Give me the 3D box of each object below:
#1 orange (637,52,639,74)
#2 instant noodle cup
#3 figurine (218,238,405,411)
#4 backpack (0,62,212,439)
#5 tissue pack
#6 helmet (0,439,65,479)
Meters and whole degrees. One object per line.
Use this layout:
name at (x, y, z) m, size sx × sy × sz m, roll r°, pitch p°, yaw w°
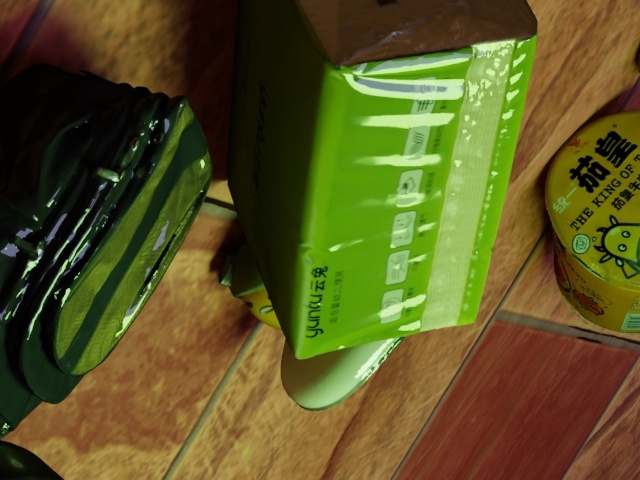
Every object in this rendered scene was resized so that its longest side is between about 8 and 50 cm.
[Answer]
orange at (0.376, -0.189, 1.953) m, size 0.085 × 0.085 × 0.085 m, roll -40°, pitch 150°, yaw -28°
instant noodle cup at (0.340, -0.008, 1.976) m, size 0.216 × 0.216 × 0.172 m, roll -45°, pitch 161°, yaw -19°
figurine at (0.000, 0.000, 1.541) m, size 0.141 × 0.166 × 0.250 m, roll 38°, pitch 57°, yaw -29°
backpack at (-0.181, 0.017, 1.171) m, size 0.258 × 0.133 × 0.206 m, roll -65°, pitch 164°, yaw -14°
tissue pack at (0.033, -0.089, 1.309) m, size 0.167 × 0.200 × 0.275 m, roll -10°, pitch 137°, yaw -15°
helmet at (-0.257, 0.212, 1.204) m, size 0.305 × 0.225 × 0.177 m, roll -32°, pitch 134°, yaw -51°
